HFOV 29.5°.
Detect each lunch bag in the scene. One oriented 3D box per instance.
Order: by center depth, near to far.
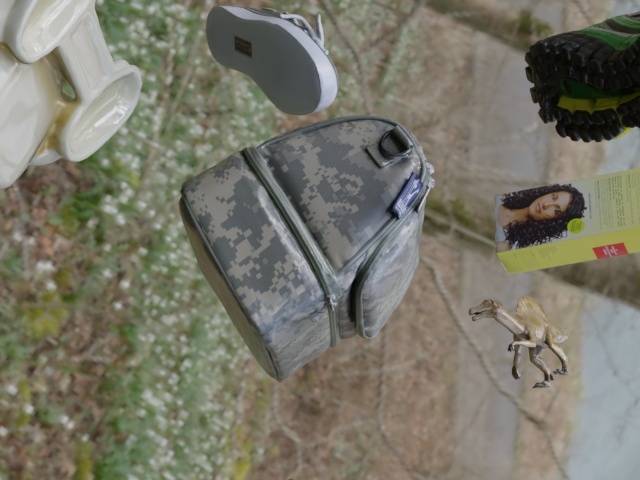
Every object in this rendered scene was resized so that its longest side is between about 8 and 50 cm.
[{"bbox_3d":[0.000,0.000,1.382,0.256,0.213,0.305,-31,161,-8],"label":"lunch bag"}]

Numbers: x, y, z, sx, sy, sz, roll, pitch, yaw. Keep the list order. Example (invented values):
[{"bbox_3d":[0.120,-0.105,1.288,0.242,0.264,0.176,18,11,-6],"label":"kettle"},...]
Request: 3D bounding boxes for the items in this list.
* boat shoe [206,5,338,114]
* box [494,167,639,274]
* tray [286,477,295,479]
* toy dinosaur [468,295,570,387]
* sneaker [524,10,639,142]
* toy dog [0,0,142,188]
[{"bbox_3d":[-0.042,-0.243,1.590,0.104,0.306,0.113,-12,113,-27],"label":"boat shoe"},{"bbox_3d":[0.318,-0.026,1.395,0.058,0.232,0.087,51,34,-50],"label":"box"},{"bbox_3d":[-0.007,0.422,1.436,0.202,0.411,0.076,-26,111,-25],"label":"tray"},{"bbox_3d":[0.235,0.104,1.284,0.183,0.053,0.093,17,55,-42],"label":"toy dinosaur"},{"bbox_3d":[0.331,-0.159,1.076,0.146,0.343,0.134,-29,115,-18],"label":"sneaker"},{"bbox_3d":[-0.494,-0.224,1.548,0.395,0.407,0.285,-59,155,-19],"label":"toy dog"}]
